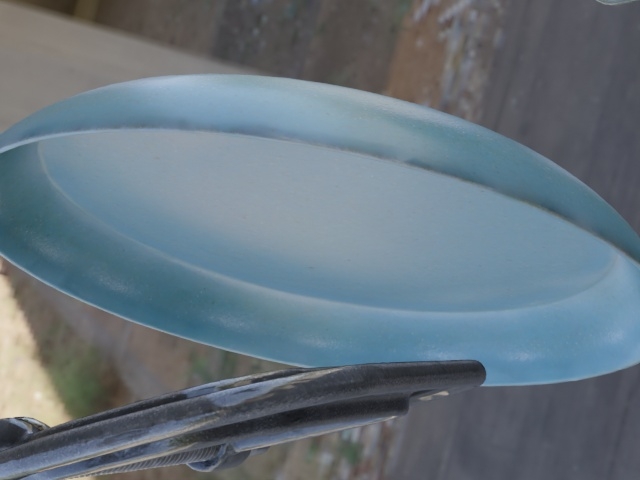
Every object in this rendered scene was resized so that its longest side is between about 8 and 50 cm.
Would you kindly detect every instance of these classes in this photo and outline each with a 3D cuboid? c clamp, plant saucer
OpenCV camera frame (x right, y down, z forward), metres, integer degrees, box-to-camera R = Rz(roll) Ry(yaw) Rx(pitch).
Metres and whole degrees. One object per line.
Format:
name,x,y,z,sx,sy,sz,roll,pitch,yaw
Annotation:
c clamp,-0.030,0.049,0.386,0.160,0.137,0.022,18,-119,-73
plant saucer,0.000,0.000,0.702,0.317,0.317,0.044,120,162,-71

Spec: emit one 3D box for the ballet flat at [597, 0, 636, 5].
ballet flat,0.198,-0.118,0.715,0.400,0.139,0.139,60,178,4
